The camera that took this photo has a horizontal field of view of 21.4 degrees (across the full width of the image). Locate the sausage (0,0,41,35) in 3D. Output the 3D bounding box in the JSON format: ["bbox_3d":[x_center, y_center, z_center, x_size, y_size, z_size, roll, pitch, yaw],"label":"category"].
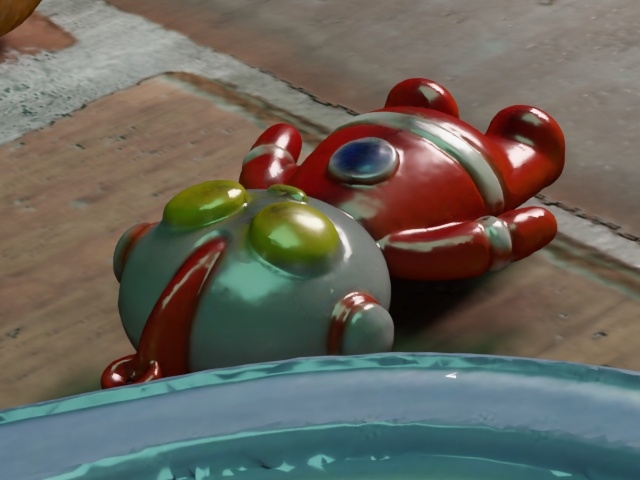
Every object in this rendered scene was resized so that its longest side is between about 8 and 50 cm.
[{"bbox_3d":[-0.255,-0.164,0.946,0.238,0.098,0.098,18,37,28],"label":"sausage"}]

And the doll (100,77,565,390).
[{"bbox_3d":[0.000,0.000,0.663,0.142,0.076,0.245,18,34,33],"label":"doll"}]

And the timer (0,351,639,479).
[{"bbox_3d":[0.006,0.150,0.242,0.395,0.173,0.395,-8,28,4],"label":"timer"}]
